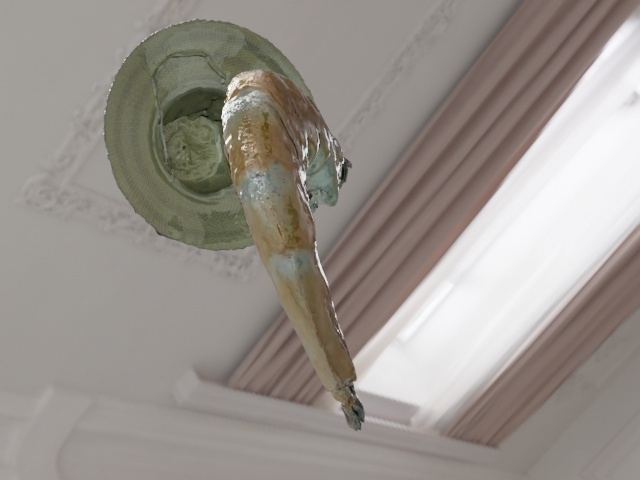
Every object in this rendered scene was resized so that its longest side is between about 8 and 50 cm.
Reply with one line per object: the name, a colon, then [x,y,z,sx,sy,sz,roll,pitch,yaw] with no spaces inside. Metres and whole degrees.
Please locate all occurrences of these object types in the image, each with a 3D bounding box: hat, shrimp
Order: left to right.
hat: [-0.130,-0.107,0.933,0.252,0.252,0.110,33,163,-26]
shrimp: [-0.015,-0.029,0.611,0.287,0.068,0.185,-105,-12,-47]
